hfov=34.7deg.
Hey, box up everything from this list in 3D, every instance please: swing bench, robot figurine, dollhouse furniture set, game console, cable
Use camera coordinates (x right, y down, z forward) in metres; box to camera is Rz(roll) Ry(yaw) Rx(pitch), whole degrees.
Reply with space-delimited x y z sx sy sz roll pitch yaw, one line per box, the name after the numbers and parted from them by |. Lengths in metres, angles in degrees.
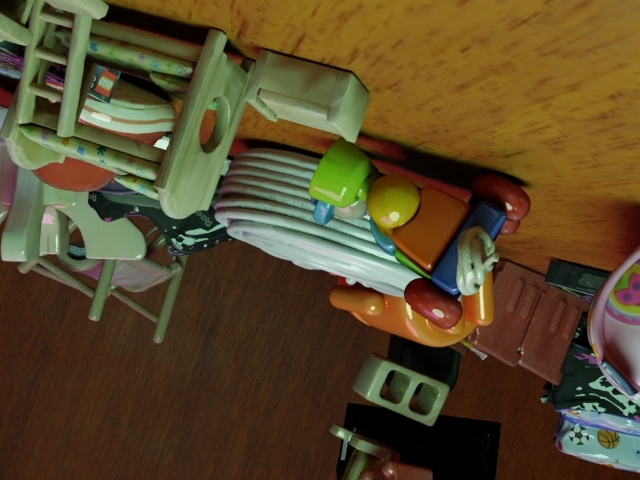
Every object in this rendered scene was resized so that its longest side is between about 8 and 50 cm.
-0.293 0.003 1.625 0.165 0.254 0.253 30 175 21 | swing bench
0.106 0.048 1.168 0.128 0.158 0.219 47 162 -29 | robot figurine
0.156 0.201 1.290 0.152 0.374 0.201 26 175 -28 | dollhouse furniture set
-0.092 -0.072 0.522 0.182 0.101 0.161 18 176 19 | dollhouse furniture set
0.152 0.198 1.426 0.213 0.361 0.044 6 158 14 | game console
0.029 -0.011 0.968 0.257 0.089 0.257 15 174 41 | cable

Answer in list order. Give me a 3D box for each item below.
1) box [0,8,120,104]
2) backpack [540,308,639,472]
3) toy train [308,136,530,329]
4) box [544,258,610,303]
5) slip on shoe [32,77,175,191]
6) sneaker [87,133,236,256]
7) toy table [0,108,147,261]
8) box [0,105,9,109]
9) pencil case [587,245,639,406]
-0.260 -0.153 0.645 0.233 0.044 0.159 18 176 27 | box
0.433 0.211 1.423 0.277 0.213 0.263 16 -173 8 | backpack
0.054 -0.021 0.683 0.143 0.105 0.248 32 179 9 | toy train
0.317 0.063 1.037 0.162 0.029 0.116 21 177 -43 | box
-0.201 -0.090 0.882 0.123 0.101 0.331 22 175 -16 | slip on shoe
-0.117 -0.031 1.143 0.283 0.124 0.107 19 177 -7 | sneaker
-0.332 -0.060 1.205 0.252 0.160 0.274 2 -179 9 | toy table
-0.481 -0.144 1.540 0.203 0.103 0.114 21 176 -27 | box
0.250 0.067 0.701 0.124 0.124 0.284 18 177 17 | pencil case
